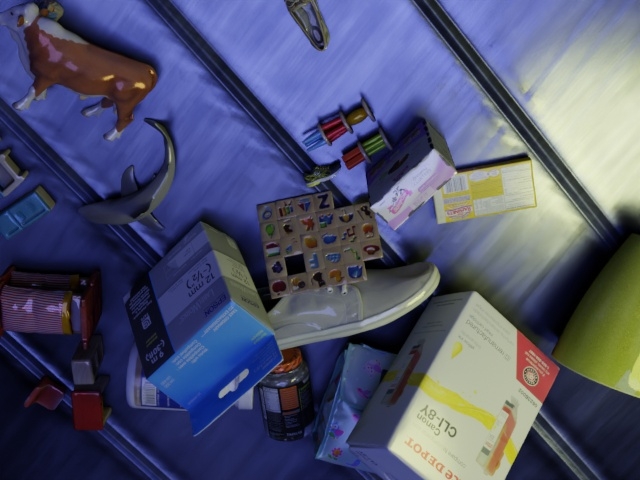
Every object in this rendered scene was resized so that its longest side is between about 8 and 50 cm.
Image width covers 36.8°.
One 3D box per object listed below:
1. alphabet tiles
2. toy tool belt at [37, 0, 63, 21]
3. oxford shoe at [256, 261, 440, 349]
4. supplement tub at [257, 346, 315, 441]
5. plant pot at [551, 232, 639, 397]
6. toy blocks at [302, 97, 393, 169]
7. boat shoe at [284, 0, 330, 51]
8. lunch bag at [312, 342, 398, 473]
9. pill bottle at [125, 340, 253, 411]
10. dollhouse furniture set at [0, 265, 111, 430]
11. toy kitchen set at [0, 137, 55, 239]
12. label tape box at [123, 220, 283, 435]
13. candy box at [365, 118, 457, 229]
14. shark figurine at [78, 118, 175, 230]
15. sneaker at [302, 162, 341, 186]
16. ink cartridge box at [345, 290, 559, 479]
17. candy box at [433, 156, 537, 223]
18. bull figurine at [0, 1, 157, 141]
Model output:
[{"bbox_3d":[0.000,0.000,1.946,0.237,0.009,0.198,-11,76,5],"label":"alphabet tiles"},{"bbox_3d":[-0.518,-0.411,1.807,0.052,0.051,0.083,26,111,-11],"label":"toy tool belt"},{"bbox_3d":[0.022,0.116,1.978,0.450,0.169,0.130,-16,111,12],"label":"oxford shoe"},{"bbox_3d":[-0.077,0.330,2.092,0.117,0.117,0.190,-5,113,2],"label":"supplement tub"},{"bbox_3d":[0.651,0.144,1.952,0.275,0.275,0.293,17,98,-7],"label":"plant pot"},{"bbox_3d":[0.051,-0.193,1.899,0.148,0.054,0.123,-29,110,12],"label":"toy blocks"},{"bbox_3d":[-0.028,-0.426,1.801,0.056,0.048,0.153,-23,112,10],"label":"boat shoe"},{"bbox_3d":[0.120,0.361,2.085,0.224,0.160,0.262,17,105,-8],"label":"lunch bag"},{"bbox_3d":[-0.272,0.291,2.056,0.265,0.153,0.153,5,113,-2],"label":"pill bottle"},{"bbox_3d":[-0.567,0.248,2.037,0.201,0.152,0.374,2,113,-1],"label":"dollhouse furniture set"},{"bbox_3d":[-0.651,-0.091,1.883,0.122,0.166,0.207,-32,109,13],"label":"toy kitchen set"},{"bbox_3d":[-0.240,0.168,1.896,0.249,0.347,0.115,-43,133,16],"label":"label tape box"},{"bbox_3d":[0.171,-0.129,1.849,0.070,0.196,0.165,43,108,-16],"label":"candy box"},{"bbox_3d":[-0.345,-0.100,1.911,0.166,0.116,0.278,35,111,-15],"label":"shark figurine"},{"bbox_3d":[0.002,-0.137,1.935,0.083,0.031,0.035,-27,110,11],"label":"sneaker"},{"bbox_3d":[0.275,0.339,1.958,0.279,0.160,0.384,42,65,-17],"label":"ink cartridge box"},{"bbox_3d":[0.330,-0.101,1.953,0.206,0.027,0.105,-10,115,5],"label":"candy box"},{"bbox_3d":[-0.467,-0.315,1.798,0.310,0.101,0.188,21,122,-23],"label":"bull figurine"}]
